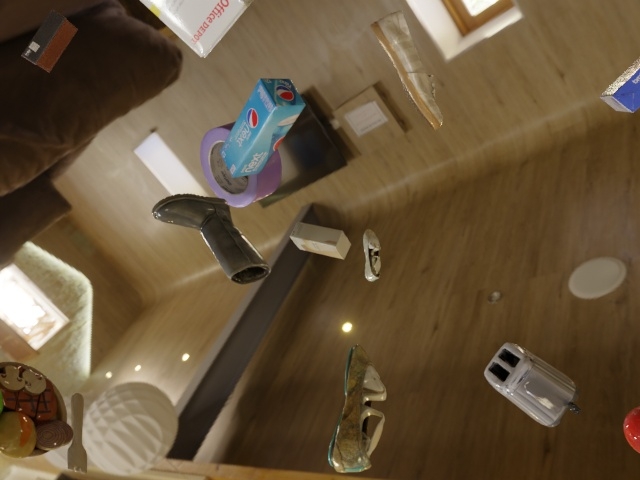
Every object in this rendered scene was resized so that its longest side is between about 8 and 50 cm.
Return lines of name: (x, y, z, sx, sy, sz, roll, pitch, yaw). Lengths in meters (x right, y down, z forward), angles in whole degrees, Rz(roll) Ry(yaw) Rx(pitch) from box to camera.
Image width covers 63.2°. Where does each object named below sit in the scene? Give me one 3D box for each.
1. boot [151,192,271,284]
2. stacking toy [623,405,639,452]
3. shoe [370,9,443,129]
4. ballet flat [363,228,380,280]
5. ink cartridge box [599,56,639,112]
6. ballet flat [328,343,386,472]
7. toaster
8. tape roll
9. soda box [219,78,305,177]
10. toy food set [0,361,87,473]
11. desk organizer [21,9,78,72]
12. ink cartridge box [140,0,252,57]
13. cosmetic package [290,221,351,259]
boot: (-0.219, 0.001, 1.049, 0.190, 0.208, 0.076, -6, 146, -38)
stacking toy: (0.586, 0.390, 0.800, 0.141, 0.141, 0.330, -35, -159, 13)
shoe: (0.166, -0.295, 0.912, 0.058, 0.219, 0.076, -31, -161, 12)
ballet flat: (0.168, 0.043, 1.619, 0.052, 0.057, 0.168, -21, -112, 56)
ink cartridge box: (0.540, -0.271, 0.888, 0.097, 0.046, 0.207, -50, 172, 25)
ballet flat: (0.110, 0.418, 1.322, 0.123, 0.123, 0.348, -27, -150, 35)
toaster: (0.485, 0.331, 1.213, 0.129, 0.147, 0.227, -55, -179, 3)
tape roll: (-0.184, -0.176, 1.196, 0.189, 0.188, 0.080, -21, -171, 46)
soda box: (-0.116, -0.211, 0.996, 0.071, 0.067, 0.210, -15, 160, -40)
toy food set: (-0.346, 0.196, 0.612, 0.039, 0.192, 0.132, -36, -134, 11)
desk organizer: (-0.640, -0.471, 1.235, 0.130, 0.047, 0.050, -57, 168, -1)
ink cartridge box: (-0.361, -0.715, 1.348, 0.279, 0.385, 0.160, -19, -145, 52)
cosmetic package: (0.000, 0.000, 1.108, 0.115, 0.060, 0.041, 12, -115, 31)
